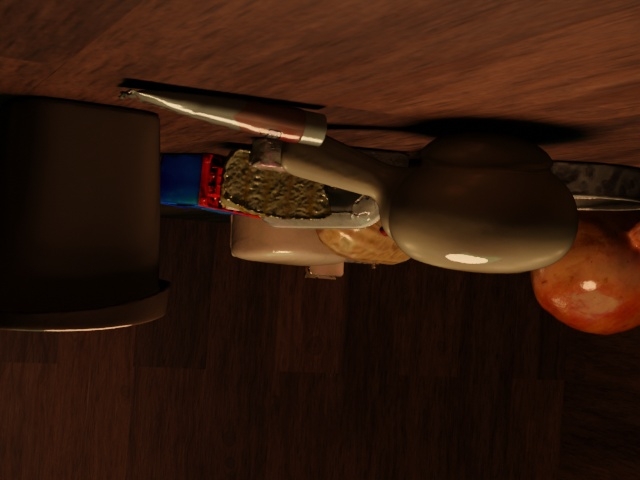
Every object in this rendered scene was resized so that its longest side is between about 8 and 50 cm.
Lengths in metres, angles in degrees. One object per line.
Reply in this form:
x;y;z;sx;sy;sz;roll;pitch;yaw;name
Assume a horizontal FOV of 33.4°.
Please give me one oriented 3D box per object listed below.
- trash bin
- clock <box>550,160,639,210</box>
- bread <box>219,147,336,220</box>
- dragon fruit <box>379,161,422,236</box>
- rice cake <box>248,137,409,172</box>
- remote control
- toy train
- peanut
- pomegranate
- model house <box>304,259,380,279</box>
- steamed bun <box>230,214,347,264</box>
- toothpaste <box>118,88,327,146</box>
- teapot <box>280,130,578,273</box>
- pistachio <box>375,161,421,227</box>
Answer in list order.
-0.290;-0.025;1.231;0.219;0.250;0.220;4;178;-29;trash bin
0.346;-0.072;1.474;0.226;0.049;0.226;4;177;0;clock
-0.063;-0.073;1.478;0.156;0.103;0.110;12;171;-10;bread
0.139;-0.060;1.386;0.094;0.094;0.190;6;161;-37;dragon fruit
0.012;-0.102;1.377;0.211;0.043;0.034;4;170;-14;rice cake
-0.001;-0.070;1.524;0.247;0.104;0.052;0;156;40;remote control
-0.149;-0.083;1.662;0.131;0.082;0.204;3;176;27;toy train
0.098;-0.032;1.876;0.153;0.140;0.325;23;-169;26;peanut
0.511;0.039;1.900;0.252;0.229;0.270;13;153;-10;pomegranate
0.000;0.000;2.457;0.271;0.178;0.206;1;180;-13;model house
-0.041;-0.026;2.038;0.242;0.146;0.164;6;171;-40;steamed bun
-0.094;-0.128;1.058;0.205;0.036;0.056;9;178;-19;toothpaste
0.120;-0.049;1.167;0.318;0.149;0.220;3;-174;-9;teapot
0.139;-0.052;1.509;0.185;0.126;0.108;8;-147;46;pistachio
